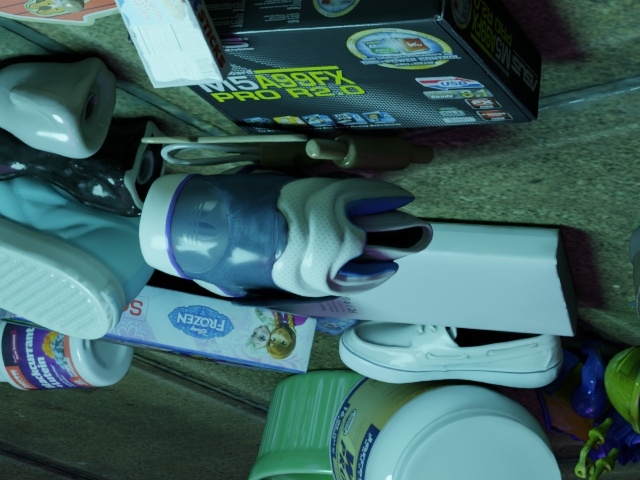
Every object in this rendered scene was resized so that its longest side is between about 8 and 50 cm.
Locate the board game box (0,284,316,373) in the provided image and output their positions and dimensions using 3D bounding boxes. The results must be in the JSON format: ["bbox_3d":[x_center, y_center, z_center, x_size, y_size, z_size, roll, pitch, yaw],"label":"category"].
[{"bbox_3d":[-0.197,0.089,2.215,0.318,0.066,0.318,12,175,-12],"label":"board game box"}]

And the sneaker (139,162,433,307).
[{"bbox_3d":[0.000,-0.001,1.802,0.236,0.130,0.323,7,-179,20],"label":"sneaker"}]

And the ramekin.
[{"bbox_3d":[0.061,0.280,2.635,0.303,0.148,0.303,8,160,3],"label":"ramekin"}]

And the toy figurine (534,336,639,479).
[{"bbox_3d":[0.301,0.211,2.296,0.217,0.191,0.362,36,164,33],"label":"toy figurine"}]

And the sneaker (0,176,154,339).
[{"bbox_3d":[-0.321,-0.026,1.991,0.366,0.150,0.135,27,140,19],"label":"sneaker"}]

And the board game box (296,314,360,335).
[{"bbox_3d":[-0.004,0.084,2.308,0.090,0.020,0.090,15,159,-17],"label":"board game box"}]

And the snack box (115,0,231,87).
[{"bbox_3d":[-0.127,-0.193,1.470,0.064,0.022,0.178,-2,129,28],"label":"snack box"}]

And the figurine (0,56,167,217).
[{"bbox_3d":[-0.277,-0.103,1.823,0.209,0.092,0.215,6,160,20],"label":"figurine"}]

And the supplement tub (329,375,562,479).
[{"bbox_3d":[0.147,0.269,2.316,0.228,0.228,0.316,13,-177,-12],"label":"supplement tub"}]

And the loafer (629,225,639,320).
[{"bbox_3d":[0.418,0.022,1.801,0.134,0.130,0.366,16,159,-21],"label":"loafer"}]

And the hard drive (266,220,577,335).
[{"bbox_3d":[0.089,0.035,2.100,0.353,0.047,0.233,4,160,14],"label":"hard drive"}]

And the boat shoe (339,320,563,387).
[{"bbox_3d":[0.147,0.106,2.236,0.258,0.095,0.084,1,130,9],"label":"boat shoe"}]

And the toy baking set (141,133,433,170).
[{"bbox_3d":[-0.029,-0.075,1.746,0.196,0.030,0.256,-1,180,36],"label":"toy baking set"}]

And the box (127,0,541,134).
[{"bbox_3d":[0.016,-0.152,1.574,0.270,0.060,0.216,-1,163,25],"label":"box"}]

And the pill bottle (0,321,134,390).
[{"bbox_3d":[-0.336,0.132,2.448,0.193,0.108,0.108,-7,155,35],"label":"pill bottle"}]

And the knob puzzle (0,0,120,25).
[{"bbox_3d":[-0.250,-0.211,1.585,0.213,0.030,0.213,7,161,3],"label":"knob puzzle"}]
